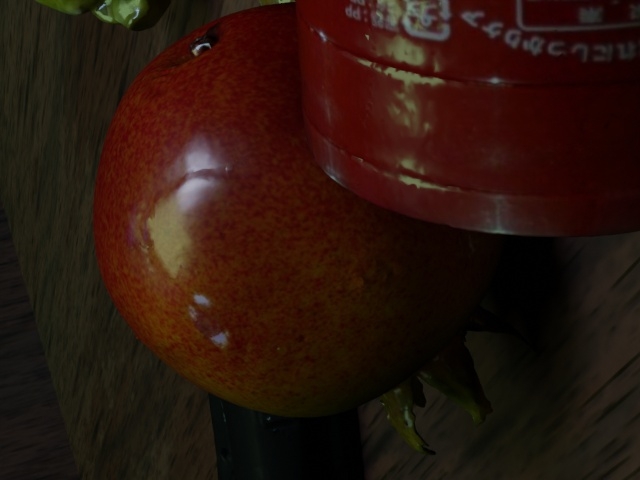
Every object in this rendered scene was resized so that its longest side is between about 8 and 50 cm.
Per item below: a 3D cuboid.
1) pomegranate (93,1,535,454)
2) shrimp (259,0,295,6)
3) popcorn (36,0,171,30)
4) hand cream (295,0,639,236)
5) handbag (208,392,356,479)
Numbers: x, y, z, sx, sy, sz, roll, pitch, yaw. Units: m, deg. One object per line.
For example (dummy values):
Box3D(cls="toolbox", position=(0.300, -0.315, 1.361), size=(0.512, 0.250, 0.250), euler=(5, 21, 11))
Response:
Box3D(cls="pomegranate", position=(0.000, 0.000, 0.990), size=(0.256, 0.221, 0.221), euler=(50, 167, -10))
Box3D(cls="shrimp", position=(-0.036, -0.184, 1.248), size=(0.115, 0.051, 0.217), euler=(101, 149, -60))
Box3D(cls="popcorn", position=(-0.203, -0.280, 1.476), size=(0.237, 0.206, 0.251), euler=(14, 132, 60))
Box3D(cls="hand cream", position=(0.083, -0.096, 0.664), size=(0.193, 0.193, 0.125), euler=(-129, 33, -57))
Box3D(cls="handbag", position=(-0.042, 0.132, 1.456), size=(0.244, 0.088, 0.275), euler=(-132, 29, -63))
